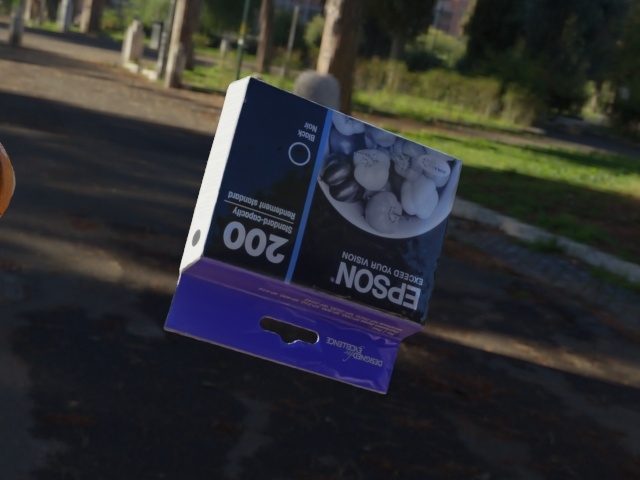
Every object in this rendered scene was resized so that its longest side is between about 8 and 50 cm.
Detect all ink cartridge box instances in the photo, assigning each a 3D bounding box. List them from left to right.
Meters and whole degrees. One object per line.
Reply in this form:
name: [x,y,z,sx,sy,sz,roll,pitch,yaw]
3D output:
ink cartridge box: [0.000,0.000,0.845,0.206,0.208,0.045,19,-12,-23]

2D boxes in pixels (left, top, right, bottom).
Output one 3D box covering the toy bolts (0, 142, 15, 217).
toy bolts: [-0.355,0.014,0.844,0.229,0.218,0.158,-4,0,10]
